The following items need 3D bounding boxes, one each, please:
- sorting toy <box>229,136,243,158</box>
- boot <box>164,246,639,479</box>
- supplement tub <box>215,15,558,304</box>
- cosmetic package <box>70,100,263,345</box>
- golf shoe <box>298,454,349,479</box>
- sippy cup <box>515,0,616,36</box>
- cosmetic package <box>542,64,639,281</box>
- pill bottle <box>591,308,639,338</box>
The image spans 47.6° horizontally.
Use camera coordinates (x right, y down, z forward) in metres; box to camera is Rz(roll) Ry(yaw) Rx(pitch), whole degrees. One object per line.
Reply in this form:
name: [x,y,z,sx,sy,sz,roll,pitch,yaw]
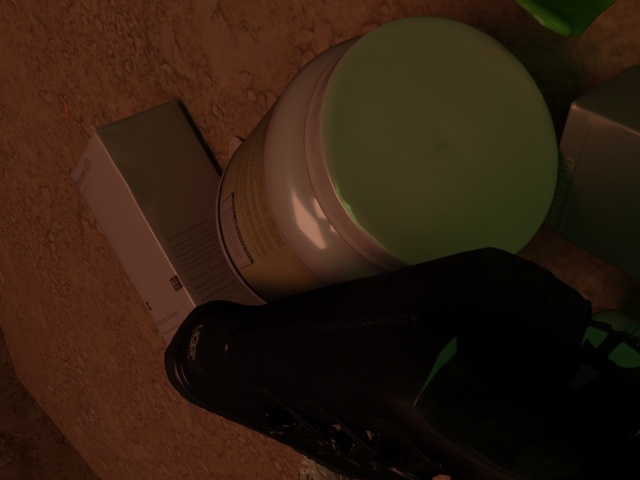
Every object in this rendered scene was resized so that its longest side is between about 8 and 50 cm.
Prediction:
sorting toy: [-0.116,-0.112,1.066,0.075,0.044,0.083,57,151,39]
boot: [0.104,0.133,0.583,0.445,0.367,0.146,-20,55,59]
supplement tub: [0.041,-0.048,0.684,0.235,0.235,0.325,60,159,-2]
cosmetic package: [-0.233,-0.004,1.183,0.385,0.156,0.217,58,147,1]
golf shoe: [-0.009,0.385,1.253,0.069,0.086,0.176,-19,98,57]
sippy cup: [0.206,-0.261,0.379,0.240,0.224,0.306,18,129,44]
cosmetic package: [0.297,-0.023,0.547,0.238,0.107,0.127,32,139,32]
pill bottle: [0.331,0.174,0.613,0.264,0.146,0.146,28,135,38]
